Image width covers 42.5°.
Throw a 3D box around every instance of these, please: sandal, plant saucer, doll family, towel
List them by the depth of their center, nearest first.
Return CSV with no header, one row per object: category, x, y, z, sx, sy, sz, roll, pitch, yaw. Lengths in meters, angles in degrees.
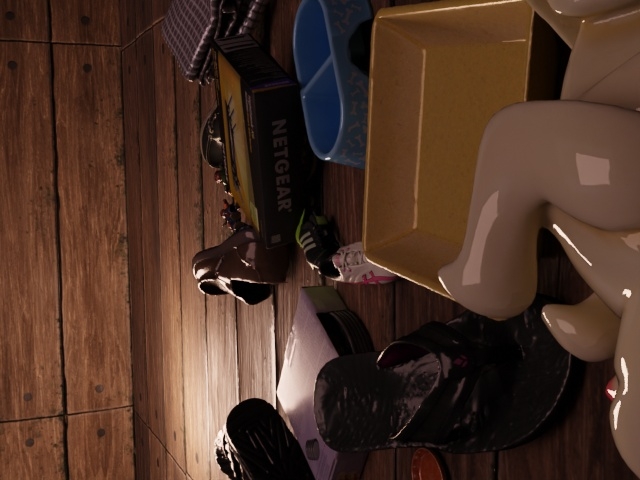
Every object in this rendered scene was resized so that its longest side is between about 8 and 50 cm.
plant saucer,0.163,-0.108,0.964,0.333,0.081,0.332,-155,65,-63
sandal,0.115,0.182,0.981,0.446,0.107,0.167,-30,63,47
plant saucer,0.151,0.325,1.123,0.083,0.013,0.083,177,90,-67
towel,-0.228,-0.470,1.676,0.235,0.121,0.283,-60,34,27
doll family,-0.179,-0.072,1.747,0.111,0.076,0.192,22,116,59

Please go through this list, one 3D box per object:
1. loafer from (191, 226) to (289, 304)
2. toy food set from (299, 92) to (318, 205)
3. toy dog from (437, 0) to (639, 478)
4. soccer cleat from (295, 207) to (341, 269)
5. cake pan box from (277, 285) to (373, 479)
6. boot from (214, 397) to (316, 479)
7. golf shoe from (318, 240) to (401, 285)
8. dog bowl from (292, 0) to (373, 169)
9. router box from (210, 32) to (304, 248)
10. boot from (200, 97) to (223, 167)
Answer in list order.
loafer,-0.168,0.071,1.660,0.366,0.134,0.130,148,117,-63
toy food set,-0.043,-0.163,1.469,0.132,0.039,0.192,-144,55,-60
toy dog,0.271,-0.024,0.480,0.396,0.284,0.407,-13,57,30
soccer cleat,0.000,0.000,1.370,0.179,0.060,0.072,-132,46,-59
cake pan box,0.013,0.241,1.360,0.245,0.070,0.266,-126,39,-47
boot,-0.079,0.463,1.505,0.348,0.131,0.260,63,158,19
golf shoe,0.064,0.034,1.198,0.186,0.086,0.067,152,114,-62
dog bowl,0.025,-0.252,1.264,0.166,0.074,0.297,142,121,-61
router box,-0.111,-0.179,1.463,0.243,0.081,0.308,-127,28,-50
boot,-0.179,-0.211,1.701,0.236,0.085,0.178,-65,34,35
